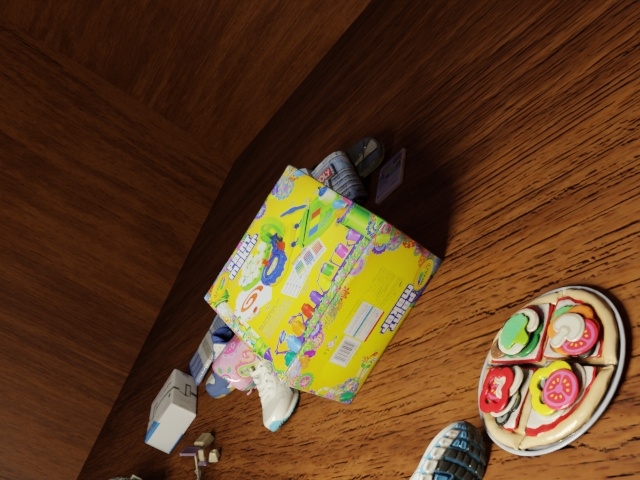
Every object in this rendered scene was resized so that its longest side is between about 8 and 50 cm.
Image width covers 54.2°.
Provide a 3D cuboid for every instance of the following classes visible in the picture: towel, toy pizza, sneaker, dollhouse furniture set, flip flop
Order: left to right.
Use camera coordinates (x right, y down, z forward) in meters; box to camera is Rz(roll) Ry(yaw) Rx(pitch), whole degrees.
[{"bbox_3d":[-0.262,0.512,1.472,0.114,0.091,0.081,-39,-56,-75],"label":"dollhouse furniture set"},{"bbox_3d":[-0.320,0.299,1.952,0.284,0.034,0.209,-60,17,-5],"label":"towel"},{"bbox_3d":[-0.229,0.276,1.579,0.296,0.131,0.111,-52,20,24],"label":"sneaker"},{"bbox_3d":[-0.099,0.286,1.264,0.087,0.092,0.228,-49,21,23],"label":"sneaker"},{"bbox_3d":[0.069,-0.174,1.600,0.277,0.080,0.112,-31,67,39],"label":"flip flop"},{"bbox_3d":[0.118,0.288,0.709,0.190,0.071,0.083,-61,12,-8],"label":"sneaker"},{"bbox_3d":[0.240,0.135,0.686,0.201,0.032,0.201,-51,19,24],"label":"toy pizza"}]

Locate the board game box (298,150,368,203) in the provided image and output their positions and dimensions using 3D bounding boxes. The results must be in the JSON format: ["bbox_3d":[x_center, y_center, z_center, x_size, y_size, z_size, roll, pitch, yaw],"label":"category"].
[{"bbox_3d":[0.002,-0.128,1.562,0.194,0.060,0.194,-44,59,33],"label":"board game box"}]

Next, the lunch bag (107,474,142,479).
[{"bbox_3d":[-0.514,0.727,1.535,0.235,0.169,0.286,-31,36,56],"label":"lunch bag"}]

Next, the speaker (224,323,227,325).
[{"bbox_3d":[-0.230,0.223,1.796,0.136,0.055,0.055,-57,17,7],"label":"speaker"}]

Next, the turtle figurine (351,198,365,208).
[{"bbox_3d":[0.000,0.000,1.452,0.234,0.118,0.175,-50,-22,22],"label":"turtle figurine"}]

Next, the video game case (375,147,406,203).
[{"bbox_3d":[0.160,-0.146,1.418,0.087,0.011,0.122,-44,22,40],"label":"video game case"}]

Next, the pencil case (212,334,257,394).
[{"bbox_3d":[-0.125,0.214,1.422,0.284,0.124,0.124,-54,18,14],"label":"pencil case"}]

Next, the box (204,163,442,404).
[{"bbox_3d":[-0.005,0.068,1.070,0.279,0.177,0.289,36,95,47],"label":"box"}]

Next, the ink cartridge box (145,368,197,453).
[{"bbox_3d":[-0.436,0.498,1.843,0.148,0.086,0.203,-56,18,9],"label":"ink cartridge box"}]
